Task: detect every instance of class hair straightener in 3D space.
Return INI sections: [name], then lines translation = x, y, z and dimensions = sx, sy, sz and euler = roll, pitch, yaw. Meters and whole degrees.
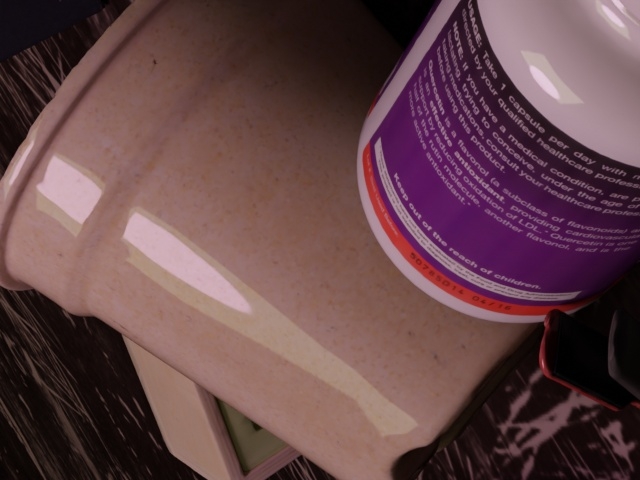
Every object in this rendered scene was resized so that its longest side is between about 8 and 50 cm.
[hair straightener]
translation = 0.218, 0.093, 1.012
dimensions = 0.089, 0.047, 0.230
euler = -3, 154, 36

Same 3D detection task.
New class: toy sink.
[toy sink]
translation = -0.079, 0.086, 1.554
dimensions = 0.131, 0.153, 0.234
euler = 24, 138, 51

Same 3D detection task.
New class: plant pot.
[plant pot]
translation = 0.000, 0.000, 1.153
dimensions = 0.305, 0.334, 0.334
euler = 41, 153, 10

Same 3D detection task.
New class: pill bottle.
[pill bottle]
translation = 0.142, -0.087, 0.894
dimensions = 0.181, 0.181, 0.323
euler = 54, 156, 9

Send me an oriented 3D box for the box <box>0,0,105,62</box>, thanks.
[box]
translation = -0.444, -0.267, 1.523
dimensions = 0.212, 0.395, 0.293
euler = 25, 139, 52
